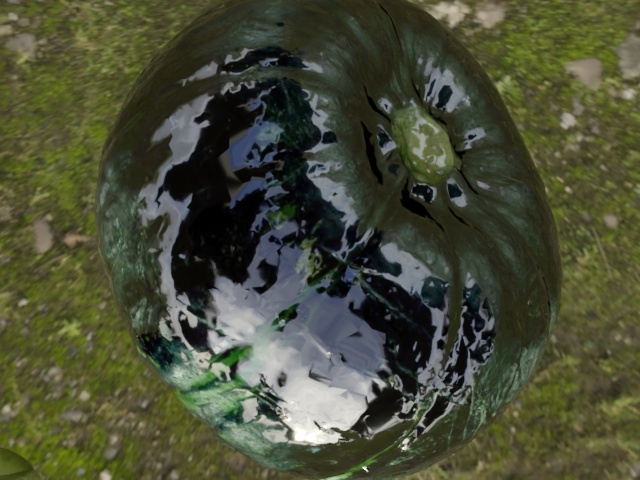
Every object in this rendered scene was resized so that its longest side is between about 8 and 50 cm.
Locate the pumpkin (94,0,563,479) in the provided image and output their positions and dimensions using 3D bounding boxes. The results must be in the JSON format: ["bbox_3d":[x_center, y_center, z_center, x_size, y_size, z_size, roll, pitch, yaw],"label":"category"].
[{"bbox_3d":[0.000,0.000,0.700,0.238,0.315,0.315,-35,99,35],"label":"pumpkin"}]

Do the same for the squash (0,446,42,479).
[{"bbox_3d":[-0.270,0.188,0.697,0.220,0.220,0.133,-13,111,6],"label":"squash"}]
